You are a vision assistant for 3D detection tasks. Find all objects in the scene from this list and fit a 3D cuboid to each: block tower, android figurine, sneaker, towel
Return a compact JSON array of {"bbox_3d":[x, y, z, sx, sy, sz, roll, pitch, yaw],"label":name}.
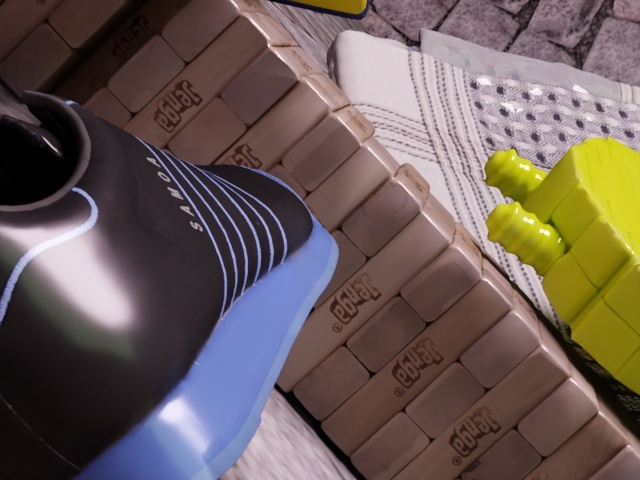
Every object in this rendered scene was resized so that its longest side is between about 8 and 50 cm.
[{"bbox_3d":[0.000,0.000,0.641,0.335,0.091,0.097,47,10,-1],"label":"block tower"},{"bbox_3d":[0.186,0.047,0.701,0.273,0.056,0.248,32,23,-11],"label":"android figurine"},{"bbox_3d":[-0.054,0.001,0.412,0.090,0.081,0.232,54,9,-9],"label":"sneaker"},{"bbox_3d":[0.161,-0.014,0.895,0.312,0.056,0.324,10,36,-14],"label":"towel"}]

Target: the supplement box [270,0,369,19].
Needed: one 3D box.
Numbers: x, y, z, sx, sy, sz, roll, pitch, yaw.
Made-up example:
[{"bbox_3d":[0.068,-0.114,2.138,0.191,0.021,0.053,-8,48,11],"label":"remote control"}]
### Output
[{"bbox_3d":[-0.056,-0.242,0.710,0.195,0.194,0.356,13,-2,4],"label":"supplement box"}]
